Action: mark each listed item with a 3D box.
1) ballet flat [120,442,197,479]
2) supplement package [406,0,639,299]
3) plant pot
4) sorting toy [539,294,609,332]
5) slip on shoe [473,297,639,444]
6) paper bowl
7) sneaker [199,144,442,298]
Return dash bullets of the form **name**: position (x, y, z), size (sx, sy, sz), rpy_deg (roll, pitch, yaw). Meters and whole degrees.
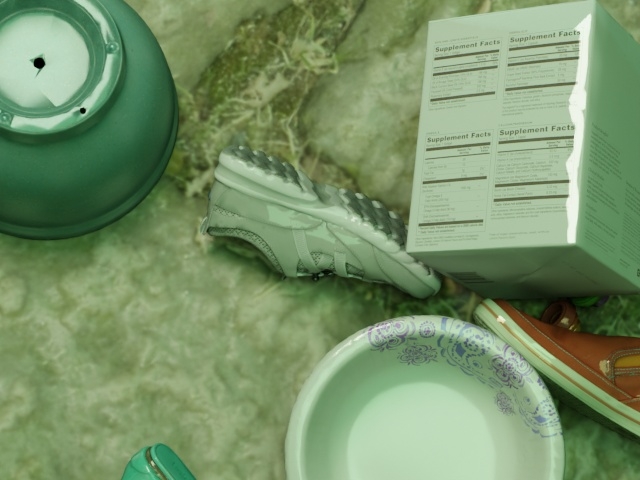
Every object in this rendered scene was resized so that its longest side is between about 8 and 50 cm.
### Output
- **ballet flat**: position (-0.119, 0.323, 1.785), size (0.247, 0.083, 0.087), rpy_deg (46, 108, 8)
- **supplement package**: position (0.232, -0.089, 1.823), size (0.198, 0.199, 0.262), rpy_deg (-3, 72, 32)
- **plant pot**: position (-0.295, -0.166, 1.828), size (0.293, 0.196, 0.293), rpy_deg (2, 75, -6)
- **sorting toy**: position (0.288, 0.074, 1.895), size (0.042, 0.061, 0.102), rpy_deg (38, 112, -25)
- **slip on shoe**: position (0.314, 0.143, 1.843), size (0.331, 0.123, 0.101), rpy_deg (28, 84, -4)
- **paper bowl**: position (0.105, 0.223, 1.777), size (0.284, 0.148, 0.284), rpy_deg (0, 83, 0)
- **sneaker**: position (0.000, 0.000, 1.883), size (0.281, 0.105, 0.115), rpy_deg (27, 108, -2)
